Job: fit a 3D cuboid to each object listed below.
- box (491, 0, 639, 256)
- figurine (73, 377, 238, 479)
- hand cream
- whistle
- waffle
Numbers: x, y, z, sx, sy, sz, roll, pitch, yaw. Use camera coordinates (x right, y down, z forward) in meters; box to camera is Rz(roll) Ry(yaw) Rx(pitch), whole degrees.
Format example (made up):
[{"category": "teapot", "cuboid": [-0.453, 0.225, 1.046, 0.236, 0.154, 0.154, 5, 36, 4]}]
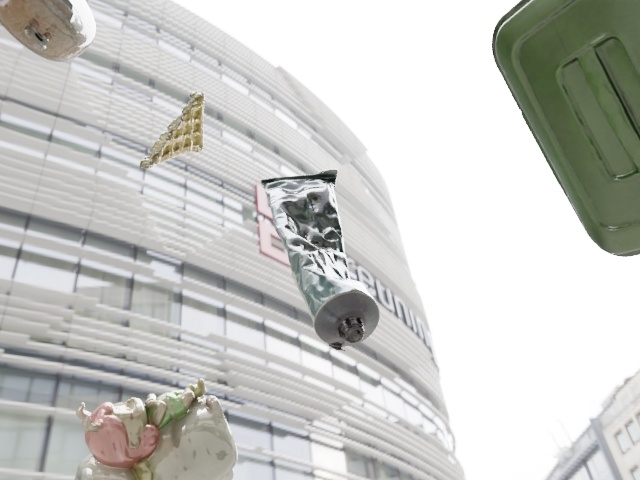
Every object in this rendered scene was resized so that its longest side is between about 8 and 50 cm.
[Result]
[{"category": "box", "cuboid": [0.378, -0.168, 0.721, 0.177, 0.329, 0.252, -25, -1, -30]}, {"category": "figurine", "cuboid": [-0.140, 0.156, 0.450, 0.146, 0.098, 0.081, -20, -7, -28]}, {"category": "hand cream", "cuboid": [0.001, 0.000, 0.552, 0.075, 0.248, 0.052, 15, -60, -21]}, {"category": "whistle", "cuboid": [-0.250, -0.237, 0.574, 0.057, 0.220, 0.107, -32, -41, 12]}, {"category": "waffle", "cuboid": [-0.226, -0.170, 0.978, 0.023, 0.152, 0.098, 15, -65, 20]}]
